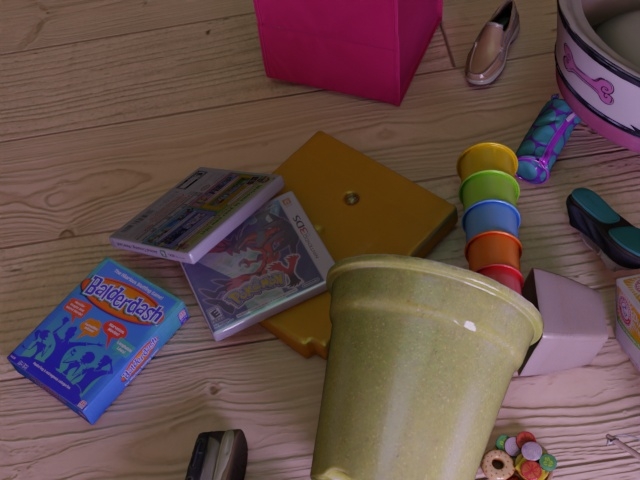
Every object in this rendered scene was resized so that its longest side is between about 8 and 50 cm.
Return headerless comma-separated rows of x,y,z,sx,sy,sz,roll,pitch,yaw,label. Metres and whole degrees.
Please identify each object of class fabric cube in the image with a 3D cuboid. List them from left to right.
0.056,-0.428,1.504,0.258,0.259,0.254,15,56,16,fabric cube

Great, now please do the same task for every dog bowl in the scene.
0.551,-0.287,1.351,0.408,0.150,0.408,3,49,-3,dog bowl

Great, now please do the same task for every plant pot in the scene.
0.107,0.189,1.041,0.276,0.276,0.254,10,66,16,plant pot
0.319,0.112,1.151,0.096,0.109,0.109,5,53,-3,plant pot

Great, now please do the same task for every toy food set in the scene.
0.249,0.279,1.081,0.083,0.020,0.082,35,65,30,toy food set

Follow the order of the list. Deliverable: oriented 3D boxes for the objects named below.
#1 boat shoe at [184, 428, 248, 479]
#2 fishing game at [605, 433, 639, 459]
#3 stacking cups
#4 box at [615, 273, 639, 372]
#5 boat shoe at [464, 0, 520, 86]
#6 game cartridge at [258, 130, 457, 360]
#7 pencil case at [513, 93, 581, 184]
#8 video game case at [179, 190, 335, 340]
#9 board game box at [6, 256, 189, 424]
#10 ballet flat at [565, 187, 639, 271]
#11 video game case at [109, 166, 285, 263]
-0.148,0.332,1.067,0.073,0.080,0.223,-2,44,18,boat shoe
0.494,0.217,1.064,0.264,0.041,0.189,-34,40,-29,fishing game
0.250,-0.006,1.228,0.096,0.096,0.316,-3,45,6,stacking cups
0.459,0.130,1.076,0.114,0.103,0.203,-13,32,-1,box
0.300,-0.354,1.525,0.068,0.072,0.190,15,57,18,boat shoe
0.000,0.000,1.319,0.285,0.052,0.323,33,66,28,game cartridge
0.358,-0.159,1.371,0.064,0.070,0.151,42,62,-14,pencil case
-0.094,0.032,1.265,0.201,0.023,0.183,-25,54,-8,video game case
-0.319,0.139,1.255,0.160,0.047,0.210,26,60,25,board game box
0.414,-0.001,1.227,0.074,0.074,0.203,-22,37,-8,ballet flat
-0.189,-0.044,1.330,0.193,0.023,0.212,9,41,41,video game case
